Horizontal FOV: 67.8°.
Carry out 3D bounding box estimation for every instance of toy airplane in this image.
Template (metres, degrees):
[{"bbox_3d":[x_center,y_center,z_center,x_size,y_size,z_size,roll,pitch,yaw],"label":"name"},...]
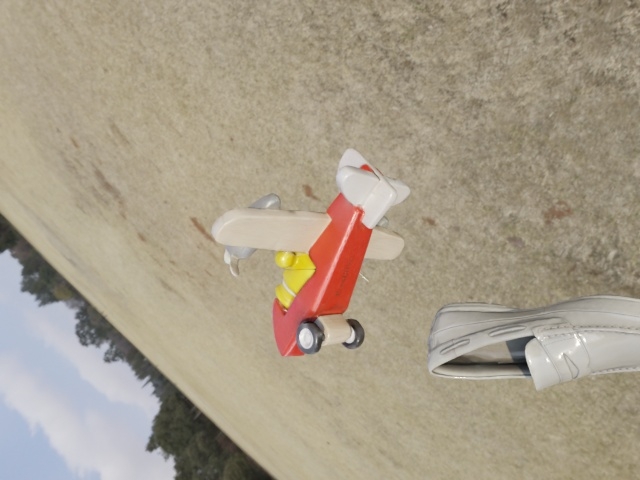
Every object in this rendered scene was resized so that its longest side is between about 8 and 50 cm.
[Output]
[{"bbox_3d":[0.000,0.000,0.943,0.272,0.384,0.386,29,151,43],"label":"toy airplane"}]

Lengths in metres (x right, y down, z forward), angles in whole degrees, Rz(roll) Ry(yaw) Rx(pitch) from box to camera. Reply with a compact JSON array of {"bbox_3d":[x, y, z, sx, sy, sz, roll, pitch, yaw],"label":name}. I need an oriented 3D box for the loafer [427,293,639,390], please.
[{"bbox_3d":[0.288,0.138,0.596,0.319,0.112,0.112,-10,126,38],"label":"loafer"}]
